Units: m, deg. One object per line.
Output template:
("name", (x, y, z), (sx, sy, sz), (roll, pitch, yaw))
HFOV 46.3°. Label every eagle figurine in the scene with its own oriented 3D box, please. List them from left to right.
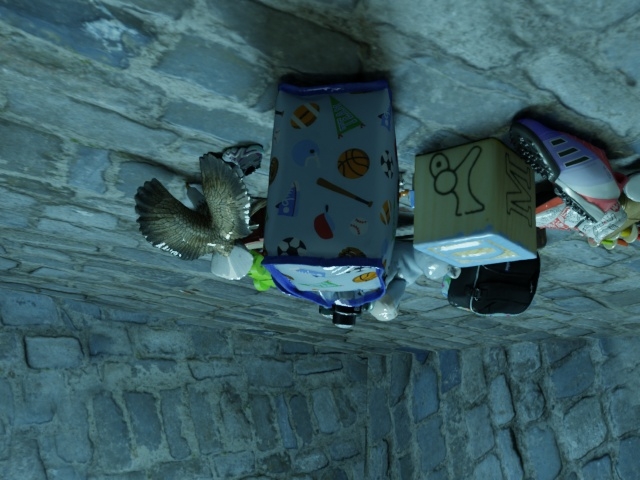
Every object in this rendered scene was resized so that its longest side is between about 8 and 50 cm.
("eagle figurine", (-0.259, -0.055, 1.699), (0.225, 0.227, 0.298), (20, 173, 14))

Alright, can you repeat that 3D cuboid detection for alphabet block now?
("alphabet block", (0.313, -0.069, 1.513), (0.192, 0.197, 0.193), (-9, 160, 37))

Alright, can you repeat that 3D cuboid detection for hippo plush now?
("hippo plush", (0.237, 0.078, 1.907), (0.236, 0.235, 0.294), (-9, 176, 13))

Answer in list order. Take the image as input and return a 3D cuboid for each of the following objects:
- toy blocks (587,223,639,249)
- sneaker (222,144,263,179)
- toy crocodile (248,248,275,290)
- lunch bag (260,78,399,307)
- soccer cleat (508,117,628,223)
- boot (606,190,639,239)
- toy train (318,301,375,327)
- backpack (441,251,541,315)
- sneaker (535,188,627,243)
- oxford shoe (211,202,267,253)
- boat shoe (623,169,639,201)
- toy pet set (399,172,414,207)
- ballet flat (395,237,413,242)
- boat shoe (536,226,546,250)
("toy blocks", (0.773, -0.009, 1.885), (0.148, 0.054, 0.123), (8, 162, -19))
("sneaker", (-0.162, -0.155, 1.531), (0.098, 0.069, 0.038), (-8, 160, 32))
("toy crocodile", (-0.189, 0.081, 2.323), (0.115, 0.105, 0.340), (-7, 156, 34))
("lunch bag", (0.027, -0.062, 1.356), (0.238, 0.328, 0.385), (3, 167, 11))
("soccer cleat", (0.468, -0.153, 1.404), (0.318, 0.116, 0.109), (35, -170, -35))
("boot", (0.763, -0.057, 1.666), (0.269, 0.089, 0.236), (1, 164, 4))
("toy train", (0.057, 0.026, 1.691), (0.142, 0.334, 0.190), (4, 178, -12))
("backpack", (0.458, 0.088, 1.988), (0.253, 0.225, 0.191), (7, -174, -29))
("sneaker", (0.538, -0.044, 1.634), (0.145, 0.090, 0.270), (48, 150, -6))
("oxford shoe", (-0.189, -0.017, 1.921), (0.348, 0.123, 0.130), (-5, 164, 26))
("boat shoe", (0.713, -0.125, 1.485), (0.219, 0.078, 0.070), (-4, -163, 12))
("toy pet set", (0.189, -0.100, 1.663), (0.114, 0.065, 0.122), (-1, 164, 16))
("ballet flat", (0.272, 0.028, 2.057), (0.213, 0.072, 0.068), (8, 176, 39))
("boat shoe", (0.371, -0.023, 1.778), (0.355, 0.133, 0.130), (12, 161, -24))
